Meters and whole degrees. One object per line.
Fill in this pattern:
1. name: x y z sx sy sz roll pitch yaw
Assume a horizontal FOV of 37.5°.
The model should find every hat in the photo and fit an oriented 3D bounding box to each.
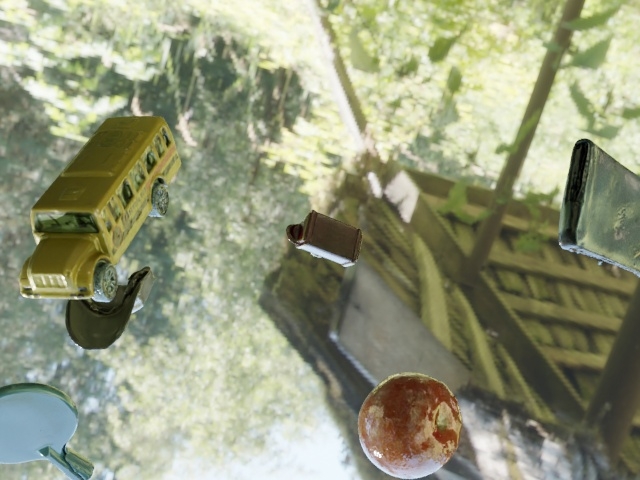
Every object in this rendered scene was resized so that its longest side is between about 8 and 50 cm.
1. hat: -0.347 0.120 1.526 0.147 0.085 0.175 -4 -137 5

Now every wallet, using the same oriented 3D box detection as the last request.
1. wallet: 0.527 -0.048 1.691 0.046 0.190 0.379 2 171 38

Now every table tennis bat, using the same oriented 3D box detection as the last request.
1. table tennis bat: -0.322 0.228 1.080 0.201 0.124 0.033 59 -177 -47

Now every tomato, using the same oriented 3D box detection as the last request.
1. tomato: 0.175 0.369 1.887 0.184 0.208 0.208 -15 168 42

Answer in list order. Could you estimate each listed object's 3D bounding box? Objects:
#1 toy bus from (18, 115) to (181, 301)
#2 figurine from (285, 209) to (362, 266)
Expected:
1. toy bus: -0.303 -0.050 1.306 0.121 0.123 0.335 2 -145 14
2. figurine: -0.001 0.000 1.941 0.154 0.082 0.098 21 155 -15
